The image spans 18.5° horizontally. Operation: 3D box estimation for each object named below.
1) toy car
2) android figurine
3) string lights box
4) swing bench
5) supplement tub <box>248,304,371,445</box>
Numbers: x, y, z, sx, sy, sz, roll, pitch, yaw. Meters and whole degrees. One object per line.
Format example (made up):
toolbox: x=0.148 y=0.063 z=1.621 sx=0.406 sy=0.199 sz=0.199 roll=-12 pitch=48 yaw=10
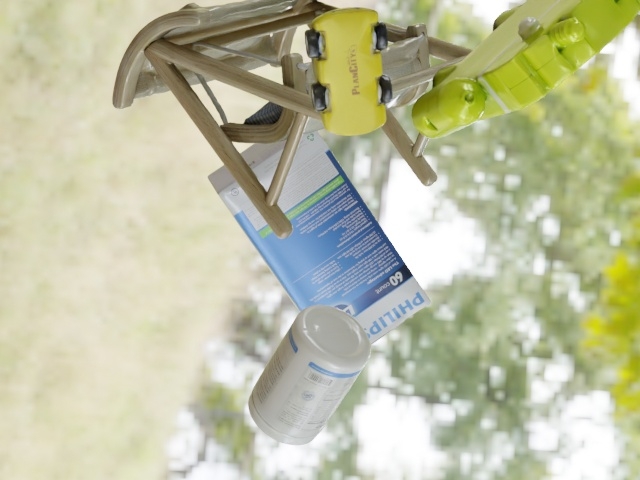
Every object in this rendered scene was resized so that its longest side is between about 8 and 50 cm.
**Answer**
toy car: x=-0.005 y=-0.219 z=1.454 sx=0.239 sy=0.225 sz=0.053 roll=-61 pitch=-161 yaw=14
android figurine: x=0.188 y=-0.177 z=1.695 sx=0.248 sy=0.056 sz=0.273 roll=-43 pitch=-172 yaw=-13
string lights box: x=0.000 y=0.000 z=2.236 sx=0.260 sy=0.133 sz=0.077 roll=56 pitch=-1 yaw=-22
swing bench: x=-0.022 y=-0.160 z=1.955 sx=0.254 sy=0.253 sz=0.165 roll=40 pitch=-53 yaw=24
supplement tub: x=-0.010 y=0.112 z=1.639 sx=0.071 sy=0.071 sz=0.107 roll=-97 pitch=-150 yaw=-46
